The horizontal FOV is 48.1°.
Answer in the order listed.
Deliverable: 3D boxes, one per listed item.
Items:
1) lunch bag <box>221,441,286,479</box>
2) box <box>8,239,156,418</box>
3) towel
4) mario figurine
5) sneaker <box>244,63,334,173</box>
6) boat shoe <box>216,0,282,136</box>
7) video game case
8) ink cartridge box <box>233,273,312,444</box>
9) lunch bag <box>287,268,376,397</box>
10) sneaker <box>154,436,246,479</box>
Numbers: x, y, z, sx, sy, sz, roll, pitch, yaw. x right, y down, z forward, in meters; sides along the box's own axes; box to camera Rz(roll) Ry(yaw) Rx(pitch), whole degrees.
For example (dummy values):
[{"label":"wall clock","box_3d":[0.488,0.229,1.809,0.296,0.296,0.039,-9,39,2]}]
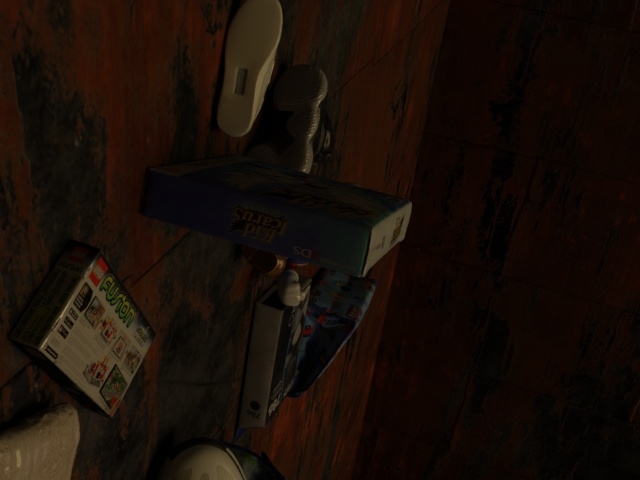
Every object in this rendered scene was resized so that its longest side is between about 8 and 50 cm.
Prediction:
[{"label":"lunch bag","box_3d":[-0.132,0.459,1.350,0.129,0.151,0.096,90,21,-46]},{"label":"box","box_3d":[-0.240,0.101,0.758,0.207,0.036,0.114,83,27,-58]},{"label":"towel","box_3d":[-0.317,0.308,0.673,0.187,0.049,0.282,-12,118,-75]},{"label":"mario figurine","box_3d":[0.000,0.000,1.270,0.198,0.170,0.320,-32,169,18]},{"label":"sneaker","box_3d":[-0.041,-0.128,1.128,0.153,0.101,0.269,60,45,-68]},{"label":"boat shoe","box_3d":[-0.088,-0.226,0.929,0.063,0.066,0.184,-76,176,-74]},{"label":"video game case","box_3d":[-0.040,-0.042,0.888,0.244,0.269,0.061,-33,137,-70]},{"label":"ink cartridge box","box_3d":[-0.095,0.244,1.437,0.165,0.065,0.333,-46,151,-63]},{"label":"lunch bag","box_3d":[0.008,0.236,1.732,0.221,0.138,0.293,-52,164,-62]},{"label":"sneaker","box_3d":[-0.147,0.515,0.990,0.257,0.169,0.448,162,-74,-74]}]
